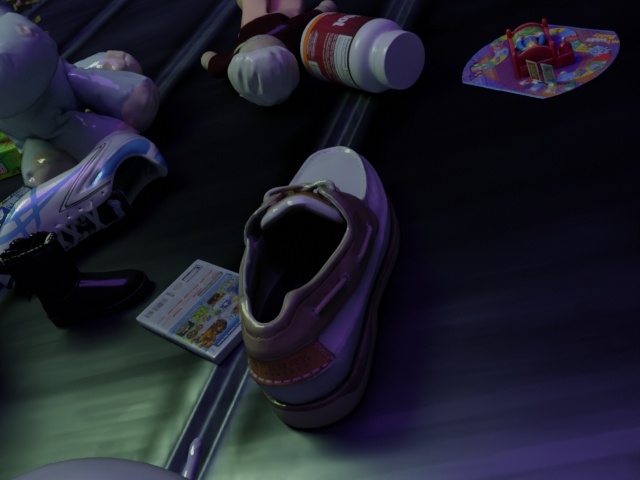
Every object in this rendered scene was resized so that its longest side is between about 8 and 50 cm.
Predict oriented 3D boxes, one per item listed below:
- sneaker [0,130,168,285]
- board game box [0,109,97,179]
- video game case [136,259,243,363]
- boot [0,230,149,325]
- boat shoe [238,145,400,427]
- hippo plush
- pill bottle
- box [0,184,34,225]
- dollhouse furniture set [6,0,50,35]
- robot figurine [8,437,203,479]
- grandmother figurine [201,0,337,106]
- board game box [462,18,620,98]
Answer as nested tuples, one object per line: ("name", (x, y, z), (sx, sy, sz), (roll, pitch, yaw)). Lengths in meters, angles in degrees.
("sneaker", (-0.277, -0.036, 0.834), (0.086, 0.085, 0.237), (32, 68, 28))
("board game box", (-0.406, -0.158, 1.089), (0.181, 0.043, 0.092), (-16, 36, 12))
("video game case", (-0.104, 0.062, 0.665), (0.122, 0.011, 0.087), (15, 52, 42))
("boot", (-0.245, 0.031, 0.711), (0.121, 0.099, 0.045), (-18, 38, 9))
("boat shoe", (0.000, 0.000, 0.602), (0.113, 0.103, 0.302), (-14, 37, 15))
("hippo plush", (-0.359, -0.220, 0.919), (0.234, 0.236, 0.294), (-41, 57, -13))
("pill bottle", (0.051, -0.226, 0.870), (0.086, 0.086, 0.152), (-40, 39, -20))
("box", (-0.391, 0.011, 0.856), (0.054, 0.059, 0.169), (16, 53, 44))
("dollhouse furniture set", (-0.638, -0.416, 1.399), (0.101, 0.161, 0.182), (4, 21, 35))
("robot figurine", (-0.134, 0.241, 0.299), (0.300, 0.200, 0.353), (23, 57, 34))
("grandmother figurine", (-0.079, -0.289, 1.017), (0.207, 0.104, 0.342), (-30, 31, 17))
("board game box", (0.236, -0.213, 0.789), (0.133, 0.033, 0.168), (-40, 39, -19))
